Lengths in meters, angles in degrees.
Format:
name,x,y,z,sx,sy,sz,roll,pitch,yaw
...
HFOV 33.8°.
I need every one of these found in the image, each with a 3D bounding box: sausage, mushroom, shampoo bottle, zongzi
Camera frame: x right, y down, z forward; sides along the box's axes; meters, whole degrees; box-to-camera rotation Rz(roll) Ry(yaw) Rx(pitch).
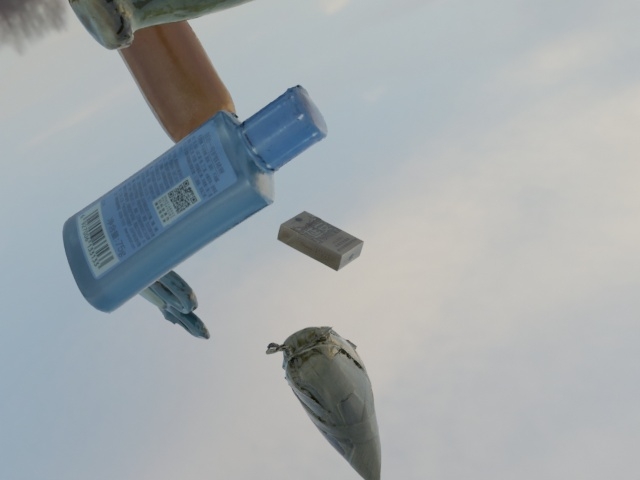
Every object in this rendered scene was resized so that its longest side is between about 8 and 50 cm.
name,x,y,z,sx,sy,sz,roll,pitch,yaw
sausage,-0.213,-0.250,1.430,0.105,0.274,0.105,-31,176,-2
mushroom,-0.107,-0.284,1.087,0.312,0.100,0.081,-22,-142,-15
shampoo bottle,-0.109,-0.043,0.922,0.258,0.061,0.104,-33,-122,15
zongzi,0.019,0.180,1.105,0.081,0.178,0.189,-23,164,5

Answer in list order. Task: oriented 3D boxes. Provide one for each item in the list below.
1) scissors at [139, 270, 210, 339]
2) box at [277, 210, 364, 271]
name,x,y,z,sx,sy,sz,roll,pitch,yaw
scissors,-0.261,0.044,1.461,0.289,0.138,0.041,29,-117,32
box,0.000,0.000,1.181,0.083,0.024,0.053,29,-149,19
